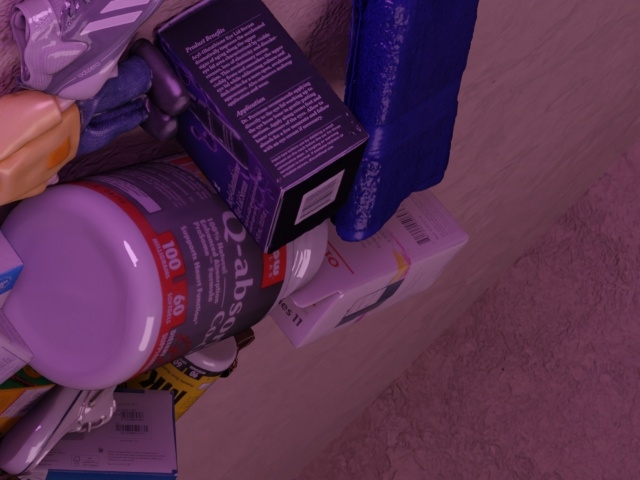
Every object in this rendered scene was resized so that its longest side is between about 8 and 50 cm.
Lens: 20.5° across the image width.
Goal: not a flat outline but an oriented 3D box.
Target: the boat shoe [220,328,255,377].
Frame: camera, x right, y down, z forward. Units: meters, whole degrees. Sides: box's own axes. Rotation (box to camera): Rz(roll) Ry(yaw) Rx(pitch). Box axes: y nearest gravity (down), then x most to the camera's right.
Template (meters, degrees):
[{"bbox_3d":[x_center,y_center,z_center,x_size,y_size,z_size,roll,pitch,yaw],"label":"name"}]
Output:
[{"bbox_3d":[-0.162,0.177,2.643,0.207,0.073,0.073,-22,157,-52],"label":"boat shoe"}]

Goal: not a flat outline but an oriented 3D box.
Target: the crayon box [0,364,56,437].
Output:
[{"bbox_3d":[-0.458,0.227,2.047,0.278,0.081,0.165,-43,165,15],"label":"crayon box"}]

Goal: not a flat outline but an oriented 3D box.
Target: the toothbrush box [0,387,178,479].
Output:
[{"bbox_3d":[-0.325,0.310,2.351,0.216,0.126,0.295,4,148,-16],"label":"toothbrush box"}]

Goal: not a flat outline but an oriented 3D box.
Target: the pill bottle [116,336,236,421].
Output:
[{"bbox_3d":[-0.220,0.187,2.432,0.208,0.119,0.119,-47,164,28],"label":"pill bottle"}]

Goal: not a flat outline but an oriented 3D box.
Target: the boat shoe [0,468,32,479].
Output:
[{"bbox_3d":[-0.421,0.314,2.154,0.104,0.089,0.285,-4,179,-38],"label":"boat shoe"}]

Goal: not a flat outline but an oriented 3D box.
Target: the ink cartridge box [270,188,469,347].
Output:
[{"bbox_3d":[0.000,0.000,2.221,0.353,0.207,0.119,-20,156,-48],"label":"ink cartridge box"}]

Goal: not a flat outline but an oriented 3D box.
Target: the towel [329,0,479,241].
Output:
[{"bbox_3d":[0.089,-0.173,1.975,0.227,0.076,0.308,-38,144,-51],"label":"towel"}]

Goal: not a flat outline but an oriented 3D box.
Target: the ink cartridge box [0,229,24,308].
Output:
[{"bbox_3d":[-0.395,0.078,1.751,0.134,0.078,0.231,-26,162,-39],"label":"ink cartridge box"}]

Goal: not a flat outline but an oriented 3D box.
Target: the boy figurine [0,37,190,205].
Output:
[{"bbox_3d":[-0.253,-0.086,1.580,0.285,0.092,0.177,-33,168,-34],"label":"boy figurine"}]

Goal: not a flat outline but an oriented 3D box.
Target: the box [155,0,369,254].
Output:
[{"bbox_3d":[-0.063,-0.118,1.707,0.108,0.207,0.153,-33,164,-20],"label":"box"}]

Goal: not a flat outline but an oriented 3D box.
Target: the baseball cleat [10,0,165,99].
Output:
[{"bbox_3d":[-0.183,-0.199,1.440,0.109,0.072,0.206,7,123,-43],"label":"baseball cleat"}]

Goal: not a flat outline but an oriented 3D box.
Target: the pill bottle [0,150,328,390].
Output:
[{"bbox_3d":[-0.157,0.015,1.872,0.210,0.210,0.363,-48,165,31],"label":"pill bottle"}]

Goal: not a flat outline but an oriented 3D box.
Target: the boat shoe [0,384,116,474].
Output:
[{"bbox_3d":[-0.290,0.188,2.144,0.096,0.088,0.267,-21,-149,49],"label":"boat shoe"}]

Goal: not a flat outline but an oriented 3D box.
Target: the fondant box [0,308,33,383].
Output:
[{"bbox_3d":[-0.348,-0.006,1.286,0.096,0.238,0.330,-38,166,-3],"label":"fondant box"}]
